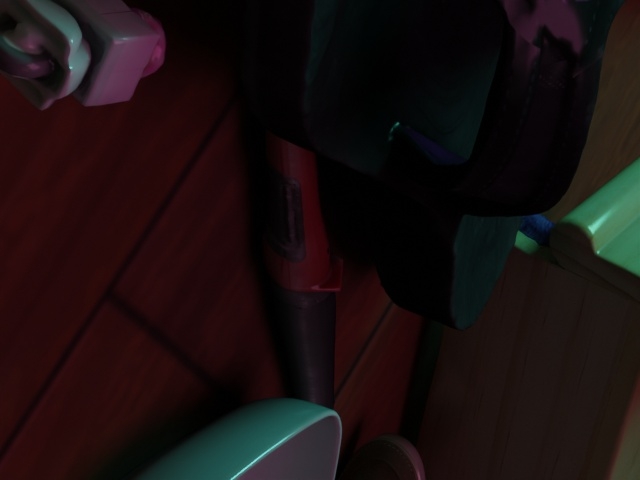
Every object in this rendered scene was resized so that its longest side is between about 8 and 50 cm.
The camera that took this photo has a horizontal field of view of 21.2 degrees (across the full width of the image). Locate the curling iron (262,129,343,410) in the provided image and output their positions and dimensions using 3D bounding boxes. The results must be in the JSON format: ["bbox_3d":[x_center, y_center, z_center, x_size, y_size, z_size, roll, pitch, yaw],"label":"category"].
[{"bbox_3d":[0.000,0.000,0.757,0.068,0.035,0.274,-45,149,-35],"label":"curling iron"}]

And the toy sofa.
[{"bbox_3d":[0.157,0.122,1.000,0.150,0.177,0.362,-32,140,-47],"label":"toy sofa"}]

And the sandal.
[{"bbox_3d":[0.072,-0.072,0.663,0.446,0.107,0.167,53,56,-71],"label":"sandal"}]

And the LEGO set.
[{"bbox_3d":[-0.026,-0.176,0.435,0.287,0.132,0.107,-52,168,31],"label":"LEGO set"}]

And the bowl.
[{"bbox_3d":[-0.055,0.141,0.770,0.142,0.053,0.142,-31,139,-47],"label":"bowl"}]

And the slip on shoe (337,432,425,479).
[{"bbox_3d":[0.013,0.168,0.928,0.135,0.051,0.041,-62,158,16],"label":"slip on shoe"}]
